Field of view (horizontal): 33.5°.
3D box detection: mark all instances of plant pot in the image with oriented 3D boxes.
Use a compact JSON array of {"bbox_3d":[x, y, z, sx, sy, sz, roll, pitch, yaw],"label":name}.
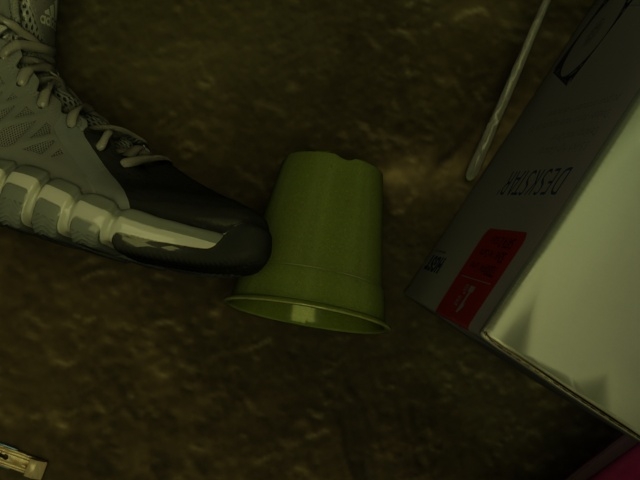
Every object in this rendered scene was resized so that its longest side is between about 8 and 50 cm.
[{"bbox_3d":[0.000,0.000,0.526,0.083,0.083,0.079,11,78,-6],"label":"plant pot"}]

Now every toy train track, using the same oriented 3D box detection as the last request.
[{"bbox_3d":[-0.180,0.104,0.540,0.083,0.014,0.048,22,90,-6],"label":"toy train track"}]

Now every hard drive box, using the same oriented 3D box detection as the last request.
[{"bbox_3d":[0.150,-0.040,0.481,0.089,0.181,0.232,33,88,-5],"label":"hard drive box"}]

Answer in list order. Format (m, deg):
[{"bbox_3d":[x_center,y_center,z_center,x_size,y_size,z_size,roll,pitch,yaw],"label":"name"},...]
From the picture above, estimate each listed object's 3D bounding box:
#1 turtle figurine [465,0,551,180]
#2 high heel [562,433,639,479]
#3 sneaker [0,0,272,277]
[{"bbox_3d":[0.073,-0.230,0.507,0.198,0.274,0.266,32,68,16],"label":"turtle figurine"},{"bbox_3d":[0.174,0.055,0.531,0.181,0.127,0.377,14,77,19],"label":"high heel"},{"bbox_3d":[-0.121,-0.067,0.490,0.229,0.086,0.132,15,84,9],"label":"sneaker"}]
